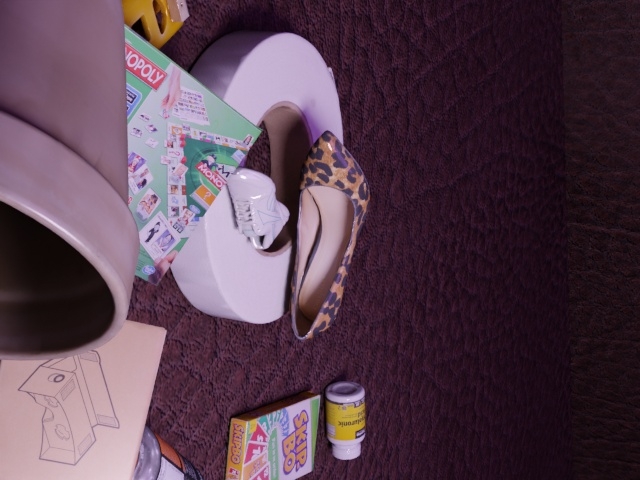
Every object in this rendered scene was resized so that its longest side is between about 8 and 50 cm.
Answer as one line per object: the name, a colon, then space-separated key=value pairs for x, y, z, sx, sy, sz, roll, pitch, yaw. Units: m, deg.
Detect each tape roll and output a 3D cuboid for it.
tape roll: x=-0.081 y=-0.085 z=1.666 sx=0.392 sy=0.072 sz=0.392 roll=-28 pitch=121 yaw=-60

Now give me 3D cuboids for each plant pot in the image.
plant pot: x=-0.282 y=-0.098 z=0.990 sx=0.323 sy=0.323 sz=0.280 roll=59 pitch=34 yaw=-53

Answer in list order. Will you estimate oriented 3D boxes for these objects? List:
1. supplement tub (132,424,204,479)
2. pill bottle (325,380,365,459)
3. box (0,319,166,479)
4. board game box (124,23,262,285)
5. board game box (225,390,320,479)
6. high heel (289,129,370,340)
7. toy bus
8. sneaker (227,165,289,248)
supplement tub: x=-0.214 y=0.274 z=1.432 sx=0.190 sy=0.117 sz=0.117 roll=56 pitch=48 yaw=-54
pill bottle: x=0.041 y=0.293 z=2.039 sx=0.065 sy=0.065 sz=0.116 roll=-36 pitch=129 yaw=-57
box: x=-0.260 y=0.172 z=1.302 sx=0.164 sy=0.021 sz=0.201 roll=15 pitch=81 yaw=-23
board game box: x=-0.207 y=-0.093 z=1.280 sx=0.213 sy=0.046 sz=0.317 roll=-56 pitch=147 yaw=-1
board game box: x=-0.064 y=0.302 z=1.862 sx=0.259 sy=0.039 sz=0.124 roll=-8 pitch=105 yaw=-67
high heel: x=0.000 y=0.000 z=1.660 sx=0.261 sy=0.093 sz=0.186 roll=85 pitch=20 yaw=-44
toy bus: x=-0.194 y=-0.251 z=1.337 sx=0.191 sy=0.104 sz=0.202 roll=15 pitch=83 yaw=-65
sneaker: x=-0.081 y=-0.039 z=1.534 sx=0.061 sy=0.053 sz=0.152 roll=-68 pitch=152 yaw=-22
